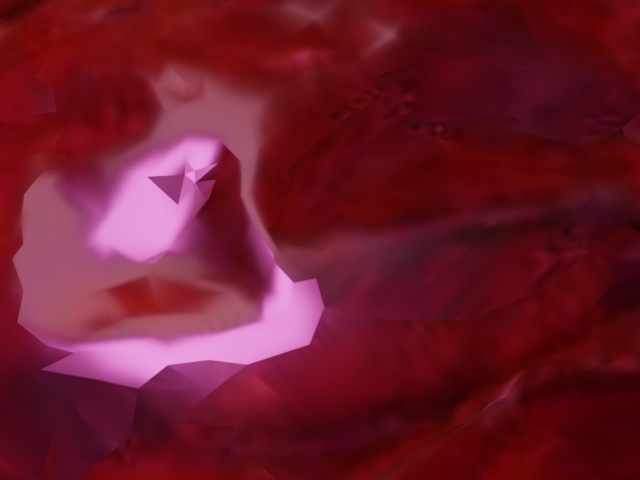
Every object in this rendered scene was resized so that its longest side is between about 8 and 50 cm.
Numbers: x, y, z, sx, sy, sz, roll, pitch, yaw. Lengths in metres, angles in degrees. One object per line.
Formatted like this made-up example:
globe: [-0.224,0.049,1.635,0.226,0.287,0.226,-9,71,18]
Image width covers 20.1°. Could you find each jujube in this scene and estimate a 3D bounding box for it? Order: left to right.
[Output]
jujube: [0.000,0.000,0.416,0.243,0.183,0.183,-17,68,-13]
